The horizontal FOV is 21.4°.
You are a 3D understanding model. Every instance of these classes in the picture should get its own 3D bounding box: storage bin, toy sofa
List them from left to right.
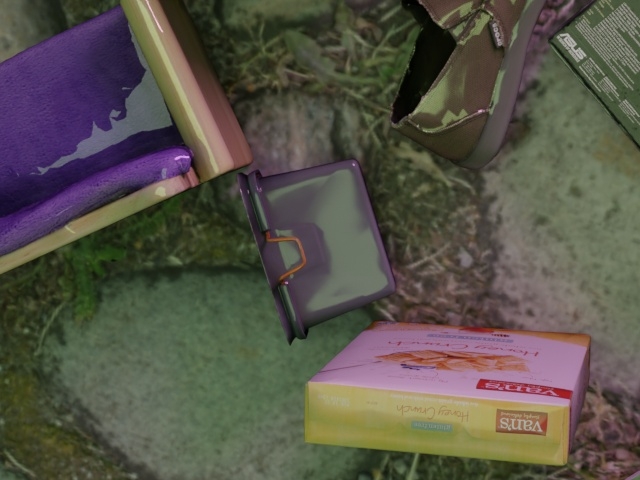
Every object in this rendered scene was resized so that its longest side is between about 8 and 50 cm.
[{"bbox_3d":[-0.248,-0.050,1.274,0.362,0.177,0.150,-24,92,14],"label":"toy sofa"},{"bbox_3d":[0.000,0.000,1.274,0.091,0.098,0.135,-18,92,3],"label":"storage bin"}]

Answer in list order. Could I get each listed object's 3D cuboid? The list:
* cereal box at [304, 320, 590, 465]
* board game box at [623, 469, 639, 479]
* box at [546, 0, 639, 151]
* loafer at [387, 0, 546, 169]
[{"bbox_3d":[0.097,0.101,1.184,0.173,0.240,0.047,3,97,11],"label":"cereal box"},{"bbox_3d":[0.300,0.327,1.150,0.390,0.050,0.390,47,142,3],"label":"board game box"},{"bbox_3d":[0.275,-0.123,1.204,0.147,0.077,0.180,-41,87,13],"label":"box"},{"bbox_3d":[0.109,-0.177,1.214,0.087,0.094,0.251,8,100,-21],"label":"loafer"}]
